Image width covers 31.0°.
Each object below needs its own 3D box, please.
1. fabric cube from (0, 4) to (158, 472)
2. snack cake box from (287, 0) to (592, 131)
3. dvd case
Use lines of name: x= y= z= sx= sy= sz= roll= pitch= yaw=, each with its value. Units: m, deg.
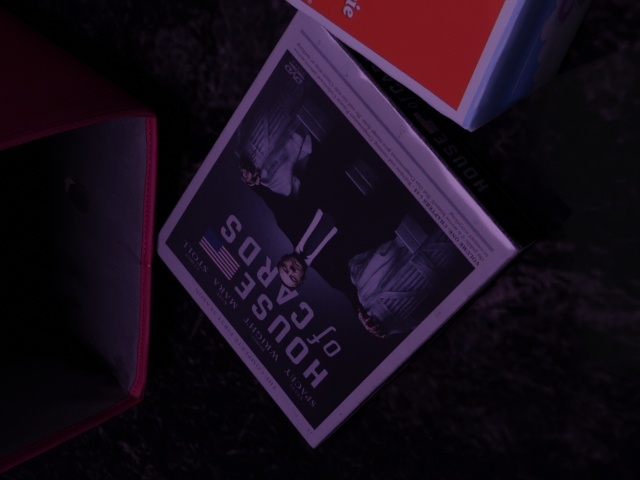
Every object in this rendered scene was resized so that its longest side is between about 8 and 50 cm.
fabric cube: x=-0.287 y=-0.006 z=0.770 sx=0.258 sy=0.254 sz=0.259 roll=36 pitch=133 yaw=33
snack cake box: x=0.071 y=-0.199 z=0.475 sx=0.152 sy=0.089 sz=0.264 roll=38 pitch=132 yaw=19
dvd case: x=0.000 y=0.000 z=0.688 sx=0.179 sy=0.029 sz=0.238 roll=50 pitch=135 yaw=12
